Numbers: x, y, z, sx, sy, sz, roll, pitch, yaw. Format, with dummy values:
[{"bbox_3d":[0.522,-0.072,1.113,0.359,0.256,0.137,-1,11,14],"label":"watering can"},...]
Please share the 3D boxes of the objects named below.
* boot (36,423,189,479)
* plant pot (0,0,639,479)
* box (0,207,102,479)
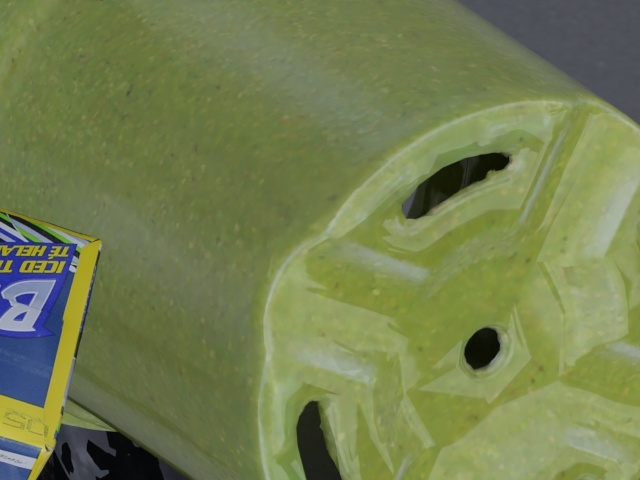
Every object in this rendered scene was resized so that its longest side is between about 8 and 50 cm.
[{"bbox_3d":[-0.163,0.061,1.024,0.131,0.260,0.348,-32,69,-21],"label":"boot"},{"bbox_3d":[0.000,0.000,0.648,0.276,0.254,0.276,-12,116,-26],"label":"plant pot"},{"bbox_3d":[-0.101,0.058,0.374,0.059,0.169,0.054,18,48,-12],"label":"box"}]
